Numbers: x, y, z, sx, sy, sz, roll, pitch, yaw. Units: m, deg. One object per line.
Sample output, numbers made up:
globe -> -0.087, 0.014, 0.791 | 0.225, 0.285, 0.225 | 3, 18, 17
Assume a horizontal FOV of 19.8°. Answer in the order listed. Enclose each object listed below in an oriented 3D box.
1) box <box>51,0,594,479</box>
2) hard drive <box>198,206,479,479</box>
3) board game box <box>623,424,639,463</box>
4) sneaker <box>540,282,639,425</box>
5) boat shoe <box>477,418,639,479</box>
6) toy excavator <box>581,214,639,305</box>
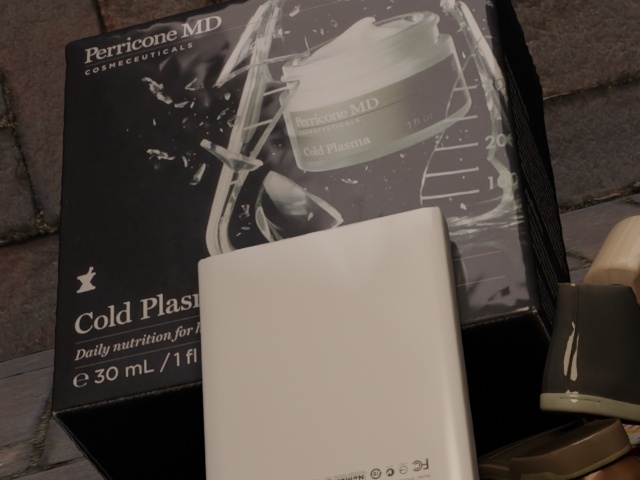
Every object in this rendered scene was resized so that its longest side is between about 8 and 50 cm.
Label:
box -> 0.000, 0.000, 1.895 | 0.479, 0.472, 0.297 | -13, -38, 13
hard drive -> 0.013, 0.153, 1.584 | 0.233, 0.353, 0.047 | -13, -31, 13
board game box -> 0.343, 0.187, 1.704 | 0.146, 0.045, 0.193 | -7, 10, 42
sneaker -> 0.282, 0.102, 1.604 | 0.083, 0.118, 0.222 | 0, -9, 44
boat shoe -> 0.199, 0.217, 1.546 | 0.110, 0.104, 0.307 | -24, -3, -5
toy excavator -> 0.495, 0.047, 1.694 | 0.222, 0.433, 0.445 | -56, -6, -37
